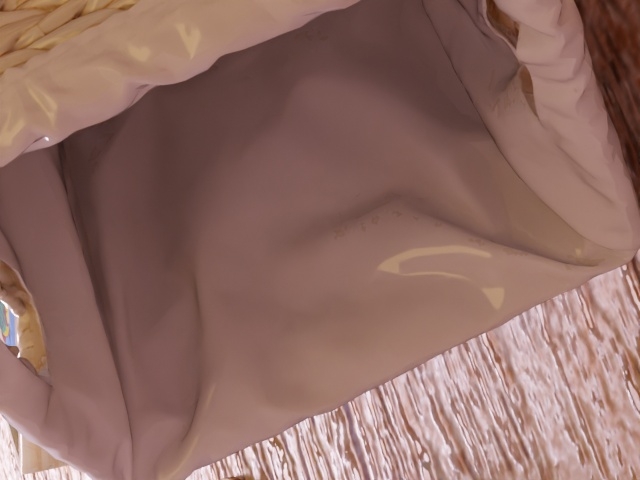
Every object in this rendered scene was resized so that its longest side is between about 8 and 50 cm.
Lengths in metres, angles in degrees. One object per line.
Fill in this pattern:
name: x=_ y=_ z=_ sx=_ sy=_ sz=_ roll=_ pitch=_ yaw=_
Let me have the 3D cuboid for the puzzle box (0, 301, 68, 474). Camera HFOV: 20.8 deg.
puzzle box: x=-0.236 y=-0.041 z=1.310 sx=0.409 sy=0.052 sz=0.272 roll=100 pitch=153 yaw=-52

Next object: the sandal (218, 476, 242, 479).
sandal: x=-0.070 y=0.278 z=1.179 sx=0.088 sy=0.079 sz=0.240 roll=-31 pitch=64 yaw=50

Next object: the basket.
basket: x=-0.054 y=-0.090 z=0.869 sx=0.331 sy=0.328 sz=0.266 roll=-26 pitch=57 yaw=7
